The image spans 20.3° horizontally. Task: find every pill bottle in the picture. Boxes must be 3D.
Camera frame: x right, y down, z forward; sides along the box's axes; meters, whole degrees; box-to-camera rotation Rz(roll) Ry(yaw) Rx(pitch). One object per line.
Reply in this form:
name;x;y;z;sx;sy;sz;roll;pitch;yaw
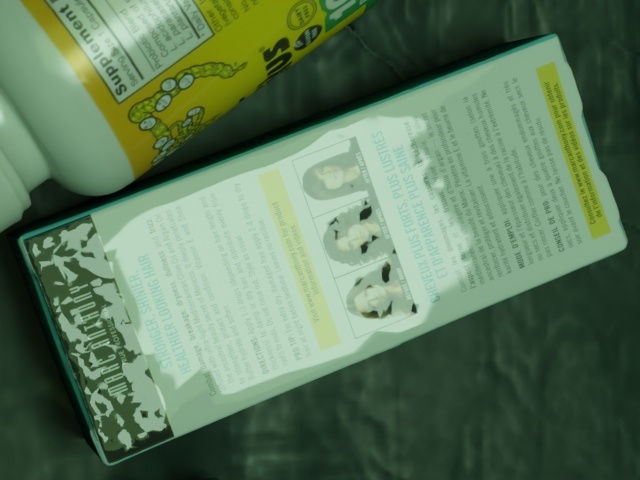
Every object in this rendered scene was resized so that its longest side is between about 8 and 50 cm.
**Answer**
pill bottle;-0.079;-0.091;0.704;0.208;0.117;0.117;-37;101;-11

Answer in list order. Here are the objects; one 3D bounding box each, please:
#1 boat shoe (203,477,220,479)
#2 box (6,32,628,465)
boat shoe;-0.103;0.194;0.734;0.219;0.078;0.070;-39;101;-11
box;0.000;0.000;0.759;0.244;0.060;0.100;-21;98;-13
